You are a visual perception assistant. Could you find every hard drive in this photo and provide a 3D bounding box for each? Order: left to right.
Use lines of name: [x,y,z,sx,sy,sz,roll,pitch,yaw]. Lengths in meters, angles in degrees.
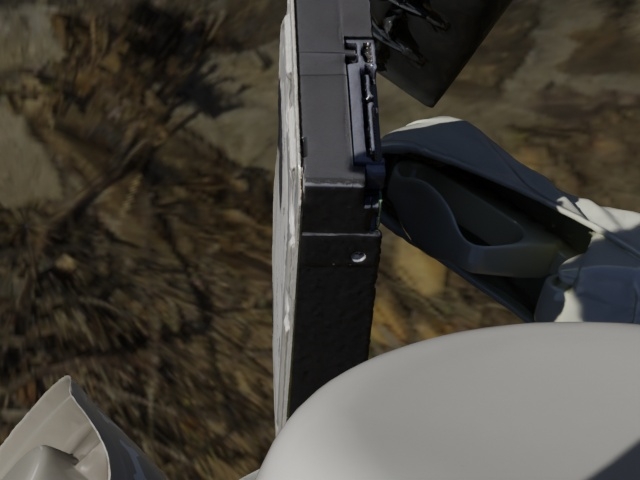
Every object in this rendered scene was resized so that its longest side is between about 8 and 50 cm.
hard drive: [0.000,0.000,1.236,0.064,0.339,0.237,1,46,-4]

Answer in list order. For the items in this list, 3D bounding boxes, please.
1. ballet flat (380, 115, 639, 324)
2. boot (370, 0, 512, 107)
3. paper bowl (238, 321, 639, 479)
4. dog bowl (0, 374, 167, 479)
ballet flat: [0.173,0.024,1.273,0.139,0.400,0.139,-28,135,-32]
boot: [0.046,-0.333,1.461,0.146,0.445,0.367,-37,85,-13]
paper bowl: [0.083,0.122,0.517,0.284,0.284,0.148,-4,109,-10]
dog bowl: [-0.229,0.264,1.152,0.102,0.349,0.349,34,85,-10]
